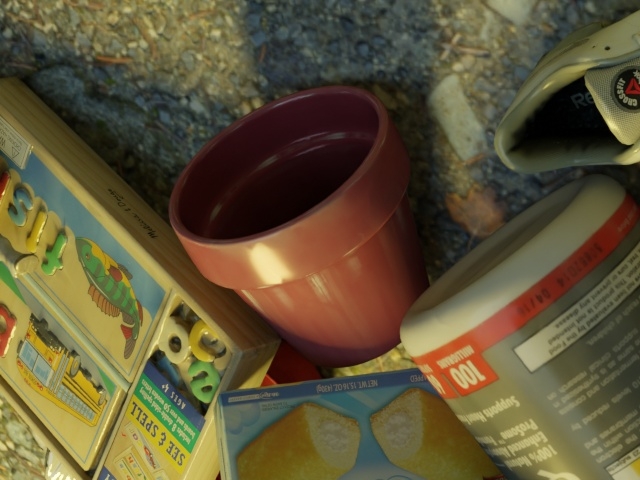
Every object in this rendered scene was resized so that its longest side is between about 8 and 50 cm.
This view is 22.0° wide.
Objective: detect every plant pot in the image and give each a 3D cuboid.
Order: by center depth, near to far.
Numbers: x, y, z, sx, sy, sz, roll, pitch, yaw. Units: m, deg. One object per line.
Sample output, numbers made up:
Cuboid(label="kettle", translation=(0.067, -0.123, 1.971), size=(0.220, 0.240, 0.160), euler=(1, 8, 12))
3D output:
Cuboid(label="plant pot", translation=(0.000, 0.000, 1.375), size=(0.201, 0.201, 0.180), euler=(-2, 132, 35))

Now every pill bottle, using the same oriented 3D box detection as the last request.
Cuboid(label="pill bottle", translation=(0.246, 0.147, 1.269), size=(0.363, 0.210, 0.210), euler=(52, 133, -3))

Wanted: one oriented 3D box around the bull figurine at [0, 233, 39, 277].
Cuboid(label="bull figurine", translation=(-0.364, 0.017, 1.558), size=(0.188, 0.101, 0.310), euler=(50, 131, 35))

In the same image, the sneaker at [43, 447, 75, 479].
Cuboid(label="sneaker", translation=(-0.213, 0.159, 1.695), size=(0.115, 0.090, 0.232), euler=(10, 116, -6))

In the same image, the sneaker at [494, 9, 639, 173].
Cuboid(label="sneaker", translation=(0.261, -0.121, 1.141), size=(0.330, 0.146, 0.122), euler=(-29, 97, 41))

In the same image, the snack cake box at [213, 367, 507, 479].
Cuboid(label="snack cake box", translation=(0.051, 0.191, 1.376), size=(0.089, 0.264, 0.152), euler=(116, 147, -73))

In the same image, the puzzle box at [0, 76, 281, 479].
Cuboid(label="puzzle box", translation=(-0.228, 0.069, 1.558), size=(0.409, 0.052, 0.272), euler=(43, 126, 27))

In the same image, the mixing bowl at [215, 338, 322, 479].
Cuboid(label="mixing bowl", translation=(-0.061, 0.155, 1.562), size=(0.181, 0.098, 0.181), euler=(17, 125, 25))
